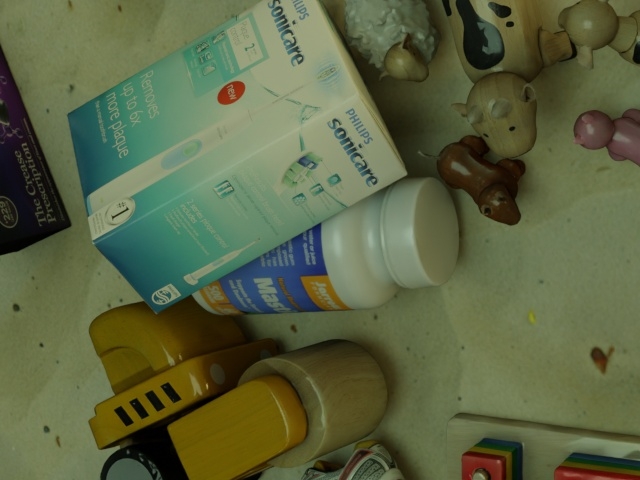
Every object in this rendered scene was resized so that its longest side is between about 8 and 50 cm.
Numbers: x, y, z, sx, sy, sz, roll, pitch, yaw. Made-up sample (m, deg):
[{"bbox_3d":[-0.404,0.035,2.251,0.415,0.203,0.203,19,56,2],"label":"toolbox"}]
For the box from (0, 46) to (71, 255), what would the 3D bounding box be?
[{"bbox_3d":[-0.429,-0.108,1.724,0.103,0.184,0.261,-22,89,30],"label":"box"}]

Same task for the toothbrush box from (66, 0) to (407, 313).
[{"bbox_3d":[-0.090,-0.098,1.466,0.295,0.126,0.216,-28,44,8],"label":"toothbrush box"}]

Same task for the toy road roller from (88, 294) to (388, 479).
[{"bbox_3d":[-0.114,0.155,1.596,0.329,0.202,0.241,-28,81,31],"label":"toy road roller"}]

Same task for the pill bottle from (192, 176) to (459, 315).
[{"bbox_3d":[0.000,0.000,1.529,0.272,0.152,0.152,-4,98,30],"label":"pill bottle"}]

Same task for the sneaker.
[{"bbox_3d":[0.008,0.300,1.636,0.225,0.088,0.093,-37,61,29],"label":"sneaker"}]

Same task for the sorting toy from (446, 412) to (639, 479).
[{"bbox_3d":[0.240,0.327,1.499,0.257,0.089,0.256,4,102,28],"label":"sorting toy"}]

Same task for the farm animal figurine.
[{"bbox_3d":[0.201,-0.174,1.376,0.330,0.172,0.327,-32,83,29],"label":"farm animal figurine"}]
